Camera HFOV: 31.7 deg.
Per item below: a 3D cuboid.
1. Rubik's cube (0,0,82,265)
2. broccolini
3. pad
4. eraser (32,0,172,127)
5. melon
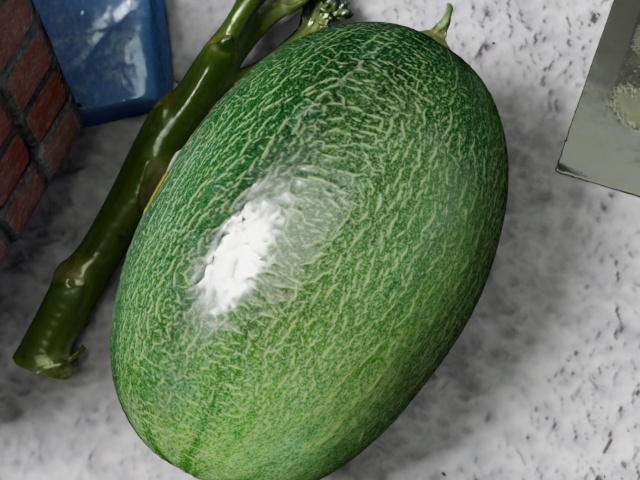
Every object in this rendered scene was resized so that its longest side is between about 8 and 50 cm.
[{"bbox_3d":[-0.293,-0.059,0.577,0.237,0.238,0.237,22,70,6],"label":"Rubik's cube"},{"bbox_3d":[-0.062,-0.075,0.706,0.074,0.079,0.392,32,96,4],"label":"broccolini"},{"bbox_3d":[0.230,-0.110,0.667,0.127,0.004,0.190,18,86,14],"label":"pad"},{"bbox_3d":[-0.256,-0.126,0.751,0.312,0.042,0.144,-10,80,10],"label":"eraser"},{"bbox_3d":[0.000,0.000,0.609,0.182,0.182,0.287,34,92,15],"label":"melon"}]
